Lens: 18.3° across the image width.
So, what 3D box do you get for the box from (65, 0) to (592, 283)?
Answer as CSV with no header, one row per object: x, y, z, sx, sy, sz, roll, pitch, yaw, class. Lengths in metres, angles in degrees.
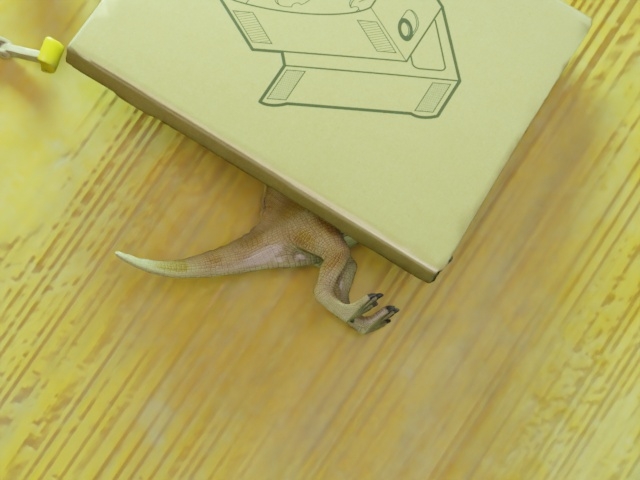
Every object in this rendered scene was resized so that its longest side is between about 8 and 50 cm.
0.007,-0.095,0.943,0.201,0.021,0.164,31,65,4,box

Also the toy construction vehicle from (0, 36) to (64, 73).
-0.162,-0.131,0.954,0.098,0.035,0.086,18,69,-5,toy construction vehicle

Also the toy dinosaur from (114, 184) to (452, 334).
0.000,0.000,0.948,0.183,0.053,0.092,-30,71,-17,toy dinosaur
